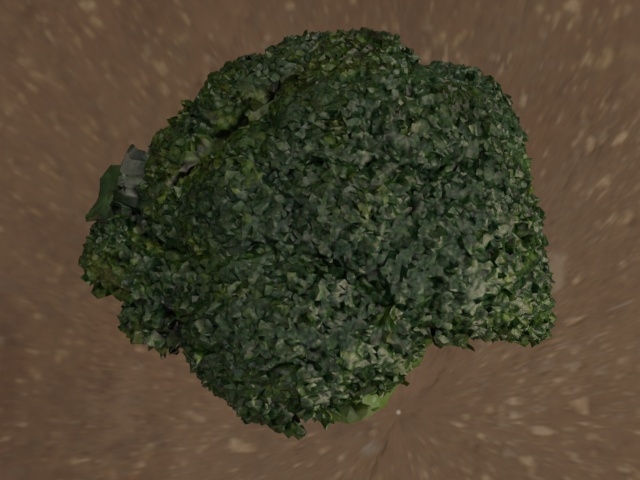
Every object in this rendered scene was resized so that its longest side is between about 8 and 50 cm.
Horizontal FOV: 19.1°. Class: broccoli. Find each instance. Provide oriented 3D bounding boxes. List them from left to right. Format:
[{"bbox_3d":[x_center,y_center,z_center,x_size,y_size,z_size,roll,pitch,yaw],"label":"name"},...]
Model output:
[{"bbox_3d":[0.000,0.000,0.751,0.195,0.156,0.195,4,42,-4],"label":"broccoli"}]
